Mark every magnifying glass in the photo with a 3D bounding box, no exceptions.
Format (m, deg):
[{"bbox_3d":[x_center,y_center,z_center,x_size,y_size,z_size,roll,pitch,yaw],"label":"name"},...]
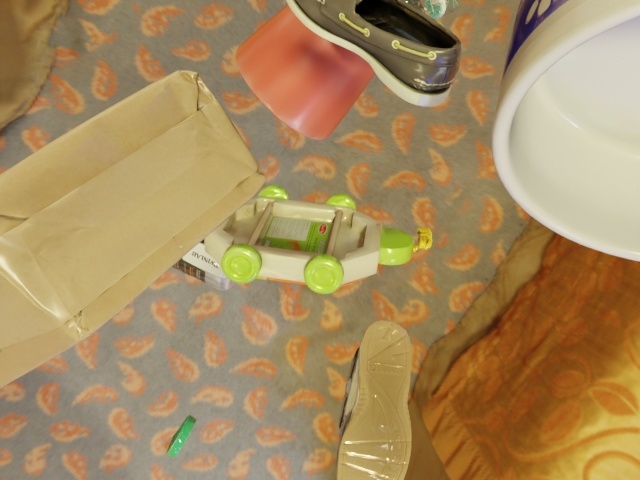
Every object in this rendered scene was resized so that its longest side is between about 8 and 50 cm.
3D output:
[{"bbox_3d":[-0.314,0.434,1.423,0.026,0.231,0.092,31,61,-4],"label":"magnifying glass"}]

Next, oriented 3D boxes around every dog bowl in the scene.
[{"bbox_3d":[0.246,-0.089,0.398,0.264,0.265,0.104,19,64,-5],"label":"dog bowl"}]

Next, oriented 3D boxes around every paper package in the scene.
[{"bbox_3d":[-0.274,-0.004,0.750,0.324,0.309,0.168,-25,106,48],"label":"paper package"}]

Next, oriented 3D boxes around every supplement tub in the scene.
[{"bbox_3d":[-0.300,-0.038,1.413,0.315,0.193,0.194,24,98,4],"label":"supplement tub"}]

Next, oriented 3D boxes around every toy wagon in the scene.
[{"bbox_3d":[0.000,0.000,1.018,0.344,0.267,0.068,8,115,4],"label":"toy wagon"}]

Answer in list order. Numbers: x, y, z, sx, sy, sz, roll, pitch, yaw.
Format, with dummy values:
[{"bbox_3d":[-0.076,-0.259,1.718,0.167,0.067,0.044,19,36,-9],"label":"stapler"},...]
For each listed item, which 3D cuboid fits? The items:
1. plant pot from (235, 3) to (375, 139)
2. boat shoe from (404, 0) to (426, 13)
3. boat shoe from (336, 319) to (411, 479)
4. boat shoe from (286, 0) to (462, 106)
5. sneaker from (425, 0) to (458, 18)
[{"bbox_3d":[0.002,-0.387,1.335,0.275,0.275,0.243,44,117,-8],"label":"plant pot"},{"bbox_3d":[0.086,-0.344,1.035,0.114,0.302,0.091,-25,96,-2],"label":"boat shoe"},{"bbox_3d":[0.079,0.266,0.974,0.102,0.092,0.286,9,70,-4],"label":"boat shoe"},{"bbox_3d":[0.052,-0.231,0.672,0.227,0.069,0.081,42,55,19],"label":"boat shoe"},{"bbox_3d":[0.270,-0.588,1.470,0.076,0.065,0.167,-18,106,-31],"label":"sneaker"}]
